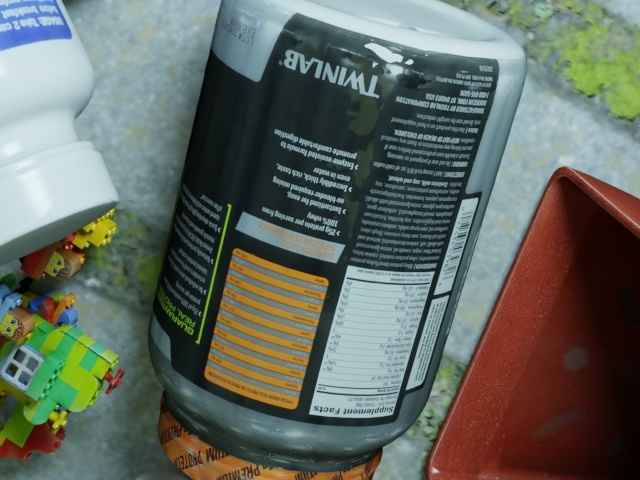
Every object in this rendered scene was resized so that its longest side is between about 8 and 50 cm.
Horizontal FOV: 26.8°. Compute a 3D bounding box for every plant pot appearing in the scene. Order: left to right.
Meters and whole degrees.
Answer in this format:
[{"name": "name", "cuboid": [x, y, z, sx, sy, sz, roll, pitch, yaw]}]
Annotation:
[{"name": "plant pot", "cuboid": [0.263, 0.138, 0.916, 0.236, 0.267, 0.267, 13, 110, -23]}]

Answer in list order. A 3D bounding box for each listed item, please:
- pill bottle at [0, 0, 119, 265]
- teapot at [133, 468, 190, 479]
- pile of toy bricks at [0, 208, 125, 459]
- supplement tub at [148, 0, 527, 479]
[{"name": "pill bottle", "cuboid": [-0.224, -0.121, 0.772, 0.152, 0.152, 0.272, -25, 89, 5]}, {"name": "teapot", "cuboid": [-0.155, 0.336, 0.986, 0.256, 0.187, 0.252, -34, 83, 25]}, {"name": "pile of toy bricks", "cuboid": [-0.182, 0.075, 0.905, 0.105, 0.118, 0.212, 32, 107, 5]}, {"name": "supplement tub", "cuboid": [0.000, 0.000, 0.860, 0.193, 0.193, 0.316, 12, 110, -10]}]
